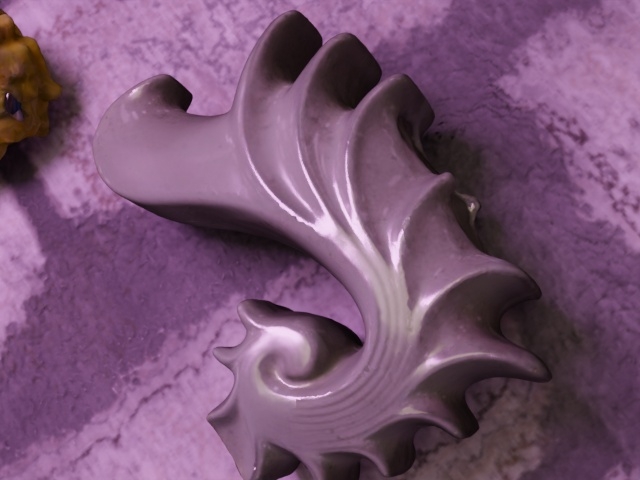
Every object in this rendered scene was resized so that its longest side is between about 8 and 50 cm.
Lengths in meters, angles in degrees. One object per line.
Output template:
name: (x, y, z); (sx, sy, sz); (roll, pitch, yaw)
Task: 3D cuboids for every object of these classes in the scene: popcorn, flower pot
popcorn: (-0.316, -0.136, 0.938); (0.173, 0.142, 0.174); (3, 79, -16)
flower pot: (0.000, 0.000, 0.820); (0.254, 0.164, 0.368); (-30, 74, 11)
